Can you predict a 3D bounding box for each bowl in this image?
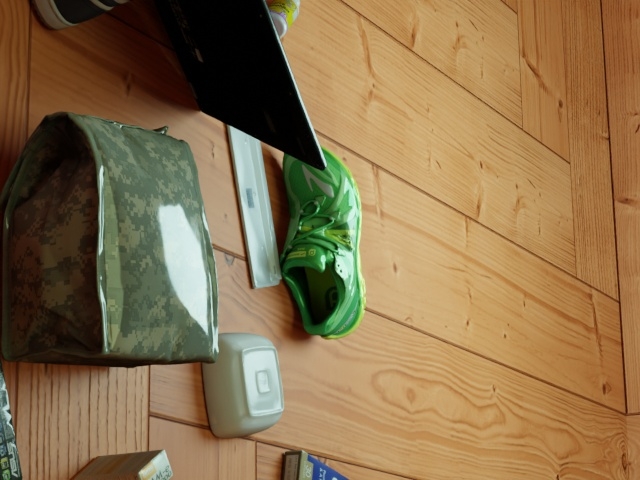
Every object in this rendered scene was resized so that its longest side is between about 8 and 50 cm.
[{"bbox_3d":[-0.099,0.192,2.237,0.142,0.053,0.142,2,79,-59],"label":"bowl"}]

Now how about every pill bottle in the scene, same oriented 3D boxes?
[{"bbox_3d":[-0.059,-0.337,2.477,0.043,0.043,0.083,64,32,-27],"label":"pill bottle"}]

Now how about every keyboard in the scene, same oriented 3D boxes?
[{"bbox_3d":[-0.097,-0.060,2.362,0.072,0.014,0.256,-8,88,-56],"label":"keyboard"}]

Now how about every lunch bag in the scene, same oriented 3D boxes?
[{"bbox_3d":[-0.242,0.000,1.917,0.235,0.169,0.287,10,78,-60],"label":"lunch bag"}]

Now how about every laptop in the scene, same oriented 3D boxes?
[{"bbox_3d":[-0.100,-0.360,2.167,0.236,0.408,0.382,-40,133,-21],"label":"laptop"}]

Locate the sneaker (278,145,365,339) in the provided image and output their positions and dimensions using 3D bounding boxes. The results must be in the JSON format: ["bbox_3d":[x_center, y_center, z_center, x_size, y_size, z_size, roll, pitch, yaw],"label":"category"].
[{"bbox_3d":[0.000,0.000,2.412,0.123,0.109,0.296,-17,96,-65],"label":"sneaker"}]

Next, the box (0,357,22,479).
[{"bbox_3d":[-0.393,0.181,1.719,0.184,0.045,0.191,-15,96,-59],"label":"box"}]

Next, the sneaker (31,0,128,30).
[{"bbox_3d":[-0.290,-0.401,1.966,0.099,0.153,0.282,-33,110,-60],"label":"sneaker"}]

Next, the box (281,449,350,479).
[{"bbox_3d":[0.012,0.400,2.390,0.225,0.036,0.136,41,48,-51],"label":"box"}]

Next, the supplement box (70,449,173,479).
[{"bbox_3d":[-0.230,0.274,1.926,0.062,0.098,0.036,-39,116,-57],"label":"supplement box"}]
